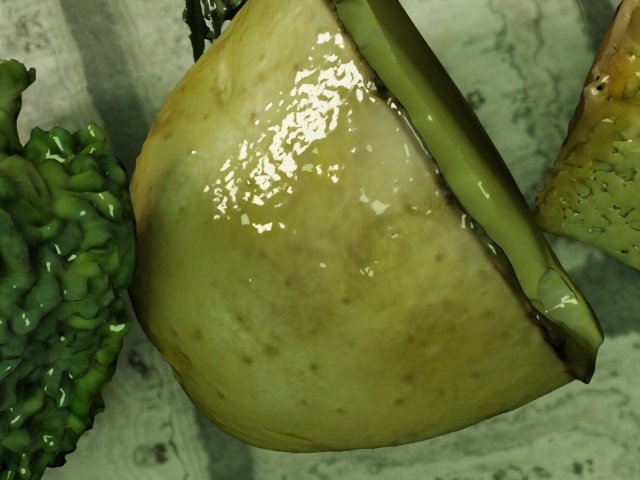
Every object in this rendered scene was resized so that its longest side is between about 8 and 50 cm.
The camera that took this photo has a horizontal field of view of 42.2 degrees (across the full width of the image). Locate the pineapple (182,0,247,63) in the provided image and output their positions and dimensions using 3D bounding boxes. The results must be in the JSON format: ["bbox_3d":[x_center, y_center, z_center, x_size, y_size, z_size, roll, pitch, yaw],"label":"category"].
[{"bbox_3d":[-0.123,-0.235,0.530,0.251,0.125,0.125,44,98,-2],"label":"pineapple"}]

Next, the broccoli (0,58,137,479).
[{"bbox_3d":[-0.256,0.034,0.456,0.277,0.317,0.338,1,125,-18],"label":"broccoli"}]

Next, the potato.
[{"bbox_3d":[0.000,0.000,0.474,0.242,0.242,0.285,-33,102,9],"label":"potato"}]

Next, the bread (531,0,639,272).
[{"bbox_3d":[0.280,-0.130,0.481,0.248,0.315,0.279,28,137,11],"label":"bread"}]
